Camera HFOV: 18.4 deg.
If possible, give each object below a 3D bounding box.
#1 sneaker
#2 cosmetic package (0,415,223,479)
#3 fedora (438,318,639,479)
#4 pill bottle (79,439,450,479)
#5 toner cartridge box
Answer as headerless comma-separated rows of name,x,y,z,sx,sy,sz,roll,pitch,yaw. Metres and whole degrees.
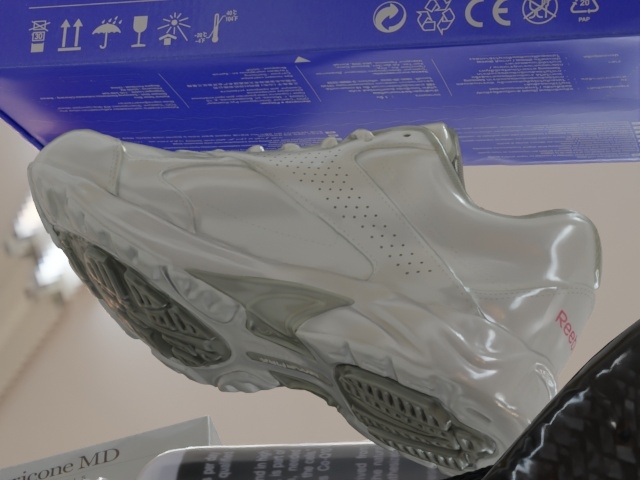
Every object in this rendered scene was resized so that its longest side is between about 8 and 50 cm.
sneaker,0.000,0.000,0.718,0.232,0.115,0.090,23,-28,26
cosmetic package,-0.153,0.327,1.442,0.385,0.217,0.156,-98,170,-52
fedora,0.050,0.159,0.440,0.152,0.334,0.334,3,-71,48
pill bottle,-0.004,0.174,0.918,0.161,0.283,0.161,-2,90,-85
toner cartridge box,0.013,-0.093,0.954,0.165,0.347,0.075,46,45,-68
